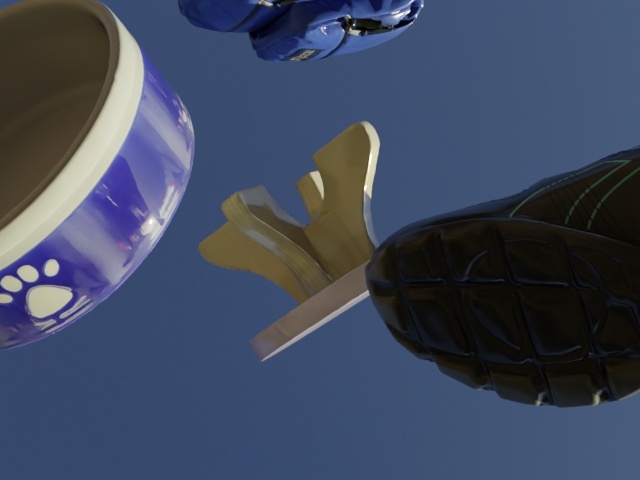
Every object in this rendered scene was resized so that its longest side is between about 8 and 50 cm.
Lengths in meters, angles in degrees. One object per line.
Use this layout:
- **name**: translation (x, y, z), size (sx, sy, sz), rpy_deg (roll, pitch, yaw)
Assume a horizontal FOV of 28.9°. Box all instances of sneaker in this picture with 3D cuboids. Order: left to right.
- **sneaker**: translation (0.150, 0.004, 0.532), size (0.267, 0.101, 0.106), rpy_deg (-5, -147, 27)

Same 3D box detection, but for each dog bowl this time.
- **dog bowl**: translation (-0.229, -0.053, 0.919), size (0.264, 0.104, 0.265), rpy_deg (-19, -134, 21)

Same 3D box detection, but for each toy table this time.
- **toy table**: translation (0.000, 0.000, 1.372), size (0.274, 0.252, 0.161), rpy_deg (-34, -95, 14)

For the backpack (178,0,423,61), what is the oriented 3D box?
- **backpack**: translation (-0.013, -0.140, 0.607), size (0.120, 0.098, 0.101), rpy_deg (-9, -96, -25)
